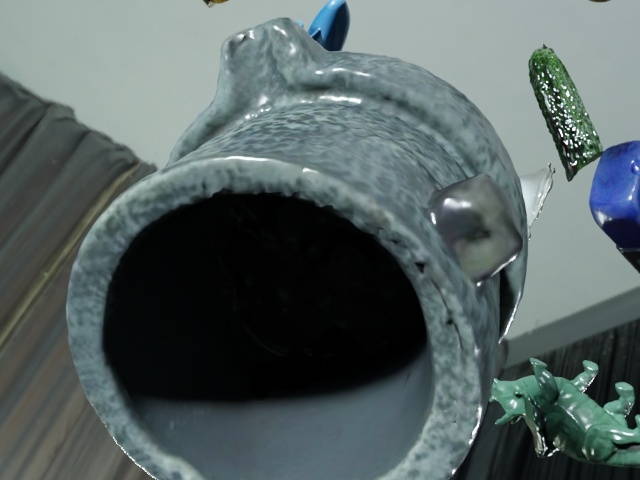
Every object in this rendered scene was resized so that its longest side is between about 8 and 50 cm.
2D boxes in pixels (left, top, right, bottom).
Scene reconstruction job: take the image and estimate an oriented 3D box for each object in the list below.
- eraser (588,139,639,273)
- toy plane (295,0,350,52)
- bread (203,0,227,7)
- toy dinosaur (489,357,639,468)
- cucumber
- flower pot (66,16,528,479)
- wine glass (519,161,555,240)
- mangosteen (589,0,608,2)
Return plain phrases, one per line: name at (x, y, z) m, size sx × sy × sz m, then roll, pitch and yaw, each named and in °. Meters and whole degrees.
eraser at (0.579, -0.010, 1.271) m, size 0.332 × 0.155 × 0.101 m, roll 38°, pitch 153°, yaw -27°
toy plane at (-0.009, -0.256, 1.140) m, size 0.254 × 0.105 × 0.271 m, roll 39°, pitch 157°, yaw 11°
bread at (-0.059, -0.331, 0.700) m, size 0.110 × 0.210 × 0.192 m, roll 46°, pitch 171°, yaw 0°
toy dinosaur at (0.318, 0.196, 0.847) m, size 0.292 × 0.120 × 0.079 m, roll -1°, pitch 176°, yaw 44°
cucumber at (0.416, -0.229, 1.312) m, size 0.077 × 0.265 × 0.077 m, roll -14°, pitch 160°, yaw -6°
flower pot at (0.000, 0.000, 0.521) m, size 0.299 × 0.283 × 0.299 m, roll 5°, pitch 111°, yaw 14°
wine glass at (0.238, -0.085, 1.215) m, size 0.232 × 0.156 × 0.156 m, roll 22°, pitch 146°, yaw 10°
mangosteen at (0.467, -0.511, 1.189) m, size 0.287 × 0.288 × 0.233 m, roll 10°, pitch 138°, yaw 22°
